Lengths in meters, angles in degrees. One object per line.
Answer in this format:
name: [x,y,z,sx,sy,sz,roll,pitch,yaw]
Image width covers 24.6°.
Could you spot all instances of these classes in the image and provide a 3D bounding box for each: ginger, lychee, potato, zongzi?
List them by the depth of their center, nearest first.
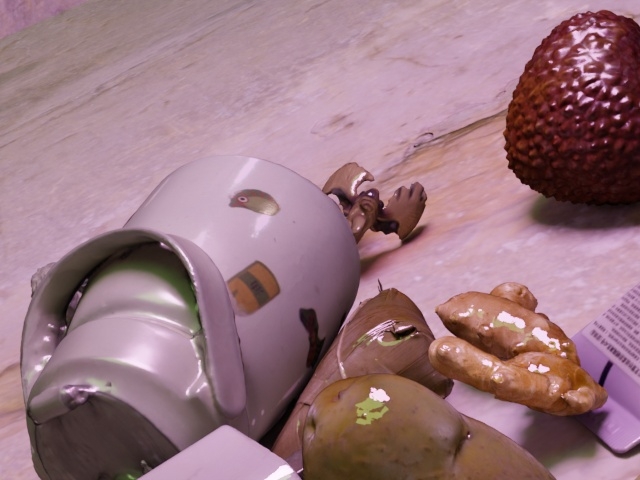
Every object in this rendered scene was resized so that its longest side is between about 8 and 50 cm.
potato: [0.066,0.168,0.901,0.157,0.194,0.157,-36,10,7]
ginger: [0.149,0.087,1.128,0.176,0.052,0.193,32,26,33]
zongzi: [0.014,0.116,1.217,0.178,0.081,0.189,-35,15,4]
lychee: [0.270,-0.117,1.387,0.194,0.194,0.194,-16,24,7]

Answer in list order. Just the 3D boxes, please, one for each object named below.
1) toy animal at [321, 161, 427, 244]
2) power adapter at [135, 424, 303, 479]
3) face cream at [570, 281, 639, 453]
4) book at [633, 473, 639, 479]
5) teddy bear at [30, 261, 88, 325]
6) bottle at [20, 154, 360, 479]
toy animal: [0.000,0.000,1.439,0.214,0.093,0.186,-23,14,13]
power adapter: [-0.046,0.201,0.986,0.205,0.130,0.125,-29,25,-24]
face cream: [0.298,0.051,1.121,0.274,0.096,0.154,-35,28,-4]
book: [0.310,0.157,0.954,0.168,0.013,0.192,-33,26,-27]
teddy bear: [-0.175,0.070,1.432,0.133,0.111,0.213,22,20,30]
bottle: [-0.120,0.087,1.176,0.229,0.229,0.351,-8,26,26]
